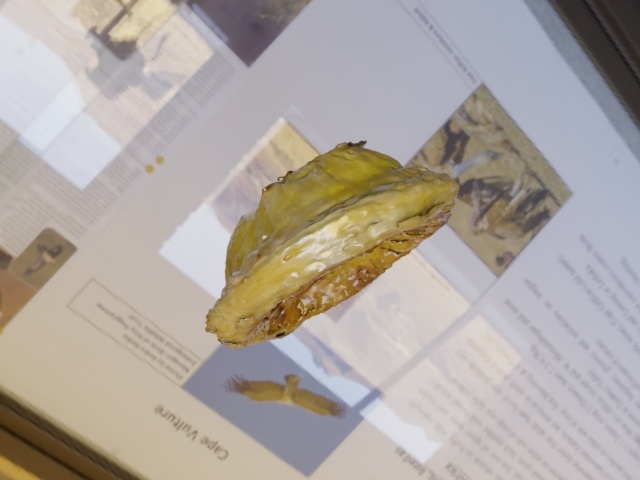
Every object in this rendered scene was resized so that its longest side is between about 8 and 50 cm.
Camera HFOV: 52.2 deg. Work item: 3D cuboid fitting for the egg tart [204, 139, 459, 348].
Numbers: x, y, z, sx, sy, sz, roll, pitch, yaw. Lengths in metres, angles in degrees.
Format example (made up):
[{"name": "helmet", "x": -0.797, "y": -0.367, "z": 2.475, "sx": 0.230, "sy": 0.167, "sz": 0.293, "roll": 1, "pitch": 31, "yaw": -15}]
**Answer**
[{"name": "egg tart", "x": 0.000, "y": 0.000, "z": 0.650, "sx": 0.115, "sy": 0.290, "sz": 0.290, "roll": 56, "pitch": -177, "yaw": 12}]
